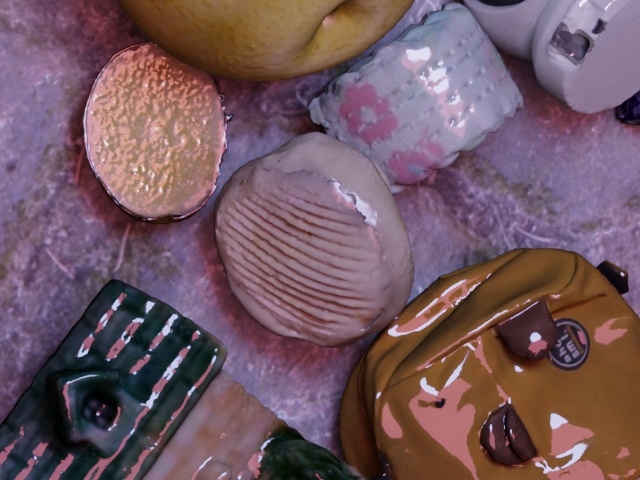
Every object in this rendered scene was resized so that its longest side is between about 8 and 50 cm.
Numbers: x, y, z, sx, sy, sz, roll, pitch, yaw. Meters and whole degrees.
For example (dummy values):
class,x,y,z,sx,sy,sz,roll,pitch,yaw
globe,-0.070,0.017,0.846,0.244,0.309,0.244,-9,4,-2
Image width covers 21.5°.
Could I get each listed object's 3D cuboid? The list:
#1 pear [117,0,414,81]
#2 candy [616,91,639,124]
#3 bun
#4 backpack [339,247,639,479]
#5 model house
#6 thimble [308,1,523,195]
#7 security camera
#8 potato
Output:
class,x,y,z,sx,sy,sz,roll,pitch,yaw
pear,-0.059,-0.330,1.737,0.348,0.348,0.348,0,92,-12
candy,0.372,-0.290,1.954,0.061,0.088,0.312,-5,93,-13
bun,0.000,0.000,1.828,0.141,0.239,0.239,-39,102,-48
backpack,0.216,0.198,1.884,0.378,0.201,0.353,-34,94,-12
model house,-0.235,0.286,1.650,0.445,0.395,0.400,-51,119,-15
thimble,0.103,-0.152,1.854,0.211,0.185,0.149,-35,97,-1
security camera,0.266,-0.277,1.870,0.194,0.194,0.236,-36,59,-9
potato,-0.176,-0.117,1.850,0.164,0.081,0.200,-5,90,-4
